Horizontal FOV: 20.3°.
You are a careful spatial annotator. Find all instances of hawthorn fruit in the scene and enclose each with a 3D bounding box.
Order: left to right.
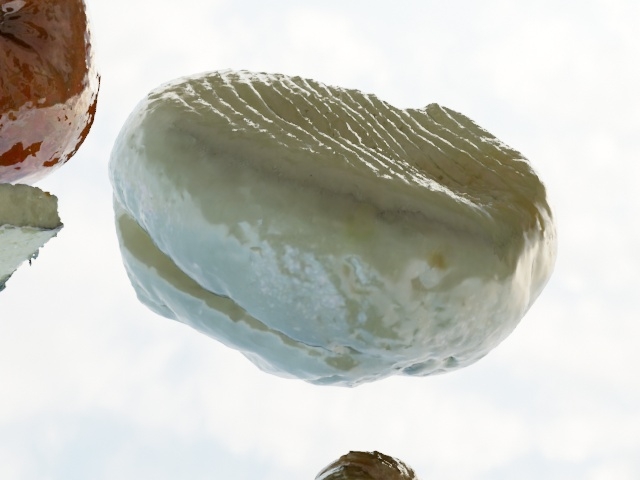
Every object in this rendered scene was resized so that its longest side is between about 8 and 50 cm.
[{"bbox_3d":[-0.174,-0.080,0.892,0.133,0.138,0.133,0,-108,-1],"label":"hawthorn fruit"}]

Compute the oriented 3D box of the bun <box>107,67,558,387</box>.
[{"bbox_3d":[0.000,0.000,1.405,0.365,0.219,0.365,13,-163,-4],"label":"bun"}]

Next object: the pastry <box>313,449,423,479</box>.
[{"bbox_3d":[0.040,0.221,1.246,0.153,0.081,0.153,17,-117,-37],"label":"pastry"}]

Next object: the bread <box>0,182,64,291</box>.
[{"bbox_3d":[-0.185,0.022,0.812,0.068,0.154,0.028,0,-122,-46],"label":"bread"}]
